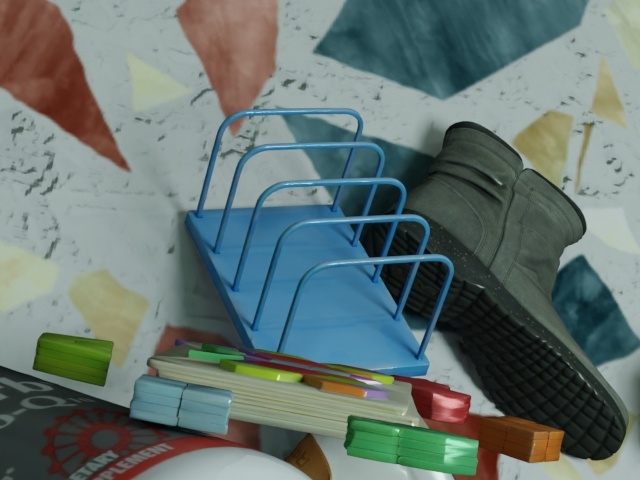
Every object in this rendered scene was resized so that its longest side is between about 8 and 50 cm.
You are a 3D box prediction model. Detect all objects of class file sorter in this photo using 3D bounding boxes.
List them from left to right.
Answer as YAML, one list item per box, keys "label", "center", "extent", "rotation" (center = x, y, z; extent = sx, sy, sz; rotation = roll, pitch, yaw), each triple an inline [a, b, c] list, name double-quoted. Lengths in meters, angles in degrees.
- label: "file sorter"
  center: [0.000, 0.000, 1.222]
  extent: [0.118, 0.104, 0.170]
  rotation: [-3, 41, -26]

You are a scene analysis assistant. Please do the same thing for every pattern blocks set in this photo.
- label: "pattern blocks set"
  center: [-0.012, 0.081, 0.989]
  extent: [0.285, 0.325, 0.026]
  rotation: [10, 91, -12]

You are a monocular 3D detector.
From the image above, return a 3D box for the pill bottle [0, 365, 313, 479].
- label: "pill bottle"
  center: [-0.169, 0.172, 0.929]
  extent: [0.210, 0.363, 0.210]
  rotation: [-11, 106, -44]

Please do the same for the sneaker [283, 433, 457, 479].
- label: "sneaker"
  center: [0.070, 0.245, 1.191]
  extent: [0.123, 0.106, 0.290]
  rotation: [-31, 83, -7]

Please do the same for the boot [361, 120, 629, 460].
- label: "boot"
  center: [0.158, 0.028, 1.335]
  extent: [0.246, 0.083, 0.161]
  rotation: [45, 50, -1]
